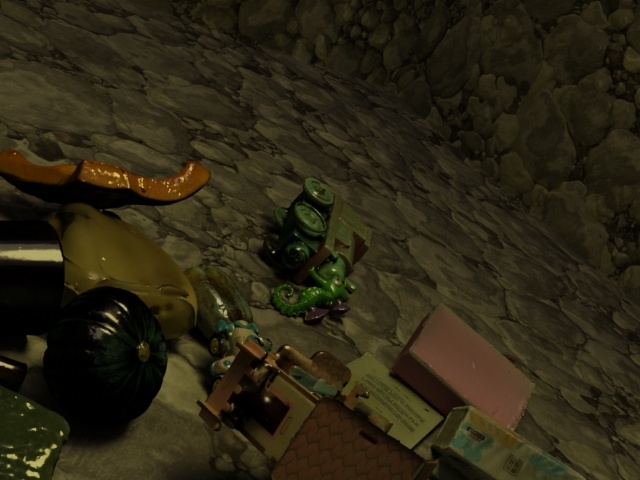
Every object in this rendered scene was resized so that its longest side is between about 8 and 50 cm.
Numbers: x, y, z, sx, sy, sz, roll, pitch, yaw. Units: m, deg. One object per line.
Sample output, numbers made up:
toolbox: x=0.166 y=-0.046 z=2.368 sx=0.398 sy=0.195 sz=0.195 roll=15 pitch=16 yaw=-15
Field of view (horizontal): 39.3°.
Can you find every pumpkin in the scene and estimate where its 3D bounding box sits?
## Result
pumpkin: x=-0.381 y=-0.104 z=1.577 sx=0.290 sy=0.095 sz=0.258 roll=-2 pitch=-6 yaw=21
pumpkin: x=-0.288 y=0.158 z=1.212 sx=0.194 sy=0.150 sz=0.194 roll=38 pitch=34 yaw=-31

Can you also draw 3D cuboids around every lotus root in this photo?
lotus root: x=-0.175 y=0.123 z=1.551 sx=0.192 sy=0.088 sz=0.113 roll=53 pitch=24 yaw=20

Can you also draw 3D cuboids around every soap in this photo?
soap: x=0.279 y=0.265 z=1.747 sx=0.259 sy=0.081 sz=0.181 roll=40 pitch=42 yaw=1

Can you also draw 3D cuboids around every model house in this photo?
model house: x=0.031 y=0.274 z=1.204 sx=0.326 sy=0.169 sz=0.244 roll=41 pitch=-5 yaw=-39

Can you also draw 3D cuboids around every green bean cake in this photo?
green bean cake: x=-0.399 y=0.249 z=0.940 sx=0.222 sy=0.125 sz=0.227 roll=30 pitch=23 yaw=-10

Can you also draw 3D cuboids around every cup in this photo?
cup: x=-0.451 y=0.069 z=1.210 sx=0.177 sy=0.166 sz=0.239 roll=5 pitch=32 yaw=-41

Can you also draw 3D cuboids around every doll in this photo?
doll: x=-0.015 y=0.111 z=1.812 sx=0.190 sy=0.050 sz=0.115 roll=-16 pitch=68 yaw=-41

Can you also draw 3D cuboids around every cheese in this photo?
cheese: x=-0.354 y=0.037 z=1.469 sx=0.259 sy=0.128 sz=0.316 roll=25 pitch=17 yaw=-46

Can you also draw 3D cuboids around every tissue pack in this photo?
tissue pack: x=0.306 y=0.404 z=1.546 sx=0.229 sy=0.145 sz=0.159 roll=33 pitch=-11 yaw=4

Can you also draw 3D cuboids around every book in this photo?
book: x=0.097 y=0.301 z=1.605 sx=0.201 sy=0.026 sz=0.289 roll=39 pitch=23 yaw=18

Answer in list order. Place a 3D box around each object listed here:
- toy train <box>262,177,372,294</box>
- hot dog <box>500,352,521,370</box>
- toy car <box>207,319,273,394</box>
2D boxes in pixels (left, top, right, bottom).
toy train: x=0.000 y=0.000 z=1.982 sx=0.221 sy=0.150 sz=0.304 roll=40 pitch=27 yaw=-13
hot dog: x=0.353 y=0.276 z=1.897 sx=0.213 sy=0.103 sz=0.146 roll=25 pitch=24 yaw=-10
toy car: x=-0.105 y=0.192 z=1.431 sx=0.126 sy=0.098 sz=0.162 roll=14 pitch=56 yaw=-39
